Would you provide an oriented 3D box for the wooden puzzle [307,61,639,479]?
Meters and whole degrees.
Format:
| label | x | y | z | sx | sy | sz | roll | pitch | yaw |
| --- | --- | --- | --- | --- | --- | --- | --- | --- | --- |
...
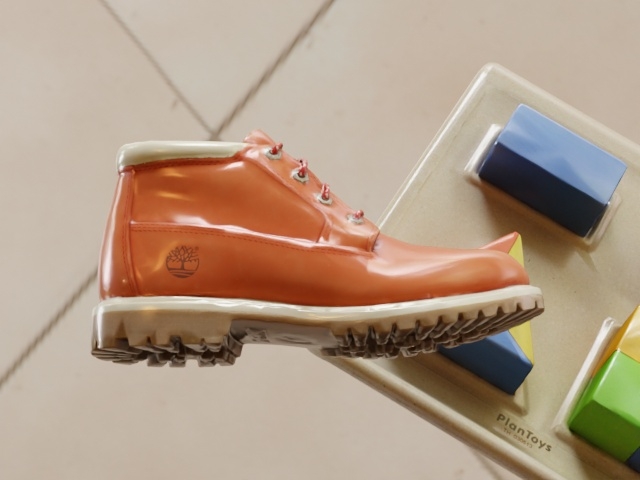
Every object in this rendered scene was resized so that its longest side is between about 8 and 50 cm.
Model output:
| label | x | y | z | sx | sy | sz | roll | pitch | yaw |
| --- | --- | --- | --- | --- | --- | --- | --- | --- | --- |
| wooden puzzle | 0.201 | 0.031 | 1.105 | 0.322 | 0.080 | 0.348 | 31 | 51 | 6 |

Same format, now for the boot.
| label | x | y | z | sx | sy | sz | roll | pitch | yaw |
| --- | --- | --- | --- | --- | --- | --- | --- | --- | --- |
| boot | 0.000 | 0.000 | 0.538 | 0.158 | 0.059 | 0.084 | 1 | 74 | -4 |
